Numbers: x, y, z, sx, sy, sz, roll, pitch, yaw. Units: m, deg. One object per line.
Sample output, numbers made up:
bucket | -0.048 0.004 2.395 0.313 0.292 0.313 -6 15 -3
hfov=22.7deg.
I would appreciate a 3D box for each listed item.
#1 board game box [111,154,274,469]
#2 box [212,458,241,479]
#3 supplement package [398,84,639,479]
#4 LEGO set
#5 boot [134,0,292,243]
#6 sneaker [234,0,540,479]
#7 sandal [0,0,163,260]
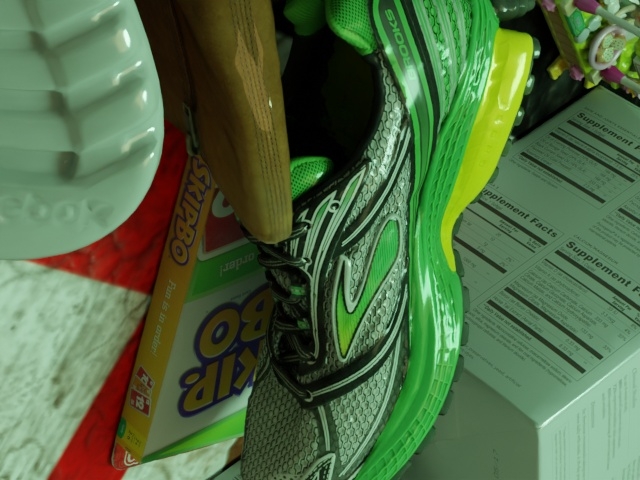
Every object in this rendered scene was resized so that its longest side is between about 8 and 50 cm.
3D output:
board game box | -0.048 0.032 0.978 0.124 0.039 0.259 -10 129 -43
box | -0.018 0.201 1.094 0.101 0.102 0.087 -34 142 -26
supplement package | 0.175 0.067 1.113 0.262 0.198 0.199 -34 140 -24
LEGO set | 0.239 -0.140 1.088 0.287 0.107 0.132 15 108 -52
boot | -0.041 -0.109 0.676 0.096 0.264 0.280 -22 134 -24
sneaker | 0.000 0.000 0.888 0.146 0.134 0.344 -2 112 -39
sandal | -0.161 -0.183 0.604 0.169 0.102 0.416 -8 120 -4
